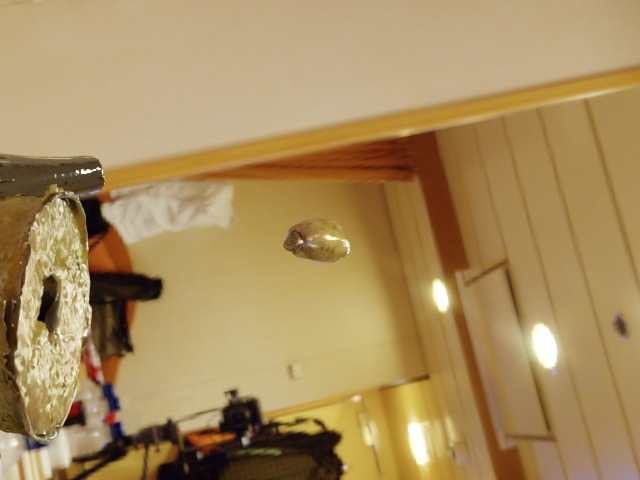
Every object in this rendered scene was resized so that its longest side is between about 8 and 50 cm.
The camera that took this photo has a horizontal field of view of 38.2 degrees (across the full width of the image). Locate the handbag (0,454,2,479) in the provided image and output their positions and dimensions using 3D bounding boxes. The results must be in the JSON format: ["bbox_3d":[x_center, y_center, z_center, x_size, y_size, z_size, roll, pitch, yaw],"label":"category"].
[{"bbox_3d":[-0.450,0.425,1.108,0.359,0.160,0.237,113,-22,-52],"label":"handbag"}]

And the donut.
[{"bbox_3d":[-0.314,0.072,0.950,0.272,0.107,0.272,3,90,-89],"label":"donut"}]

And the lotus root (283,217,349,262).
[{"bbox_3d":[0.000,0.000,1.292,0.152,0.072,0.063,2,89,-64],"label":"lotus root"}]

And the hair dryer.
[{"bbox_3d":[-0.463,-0.016,1.114,0.303,0.359,0.120,-21,86,-56],"label":"hair dryer"}]
